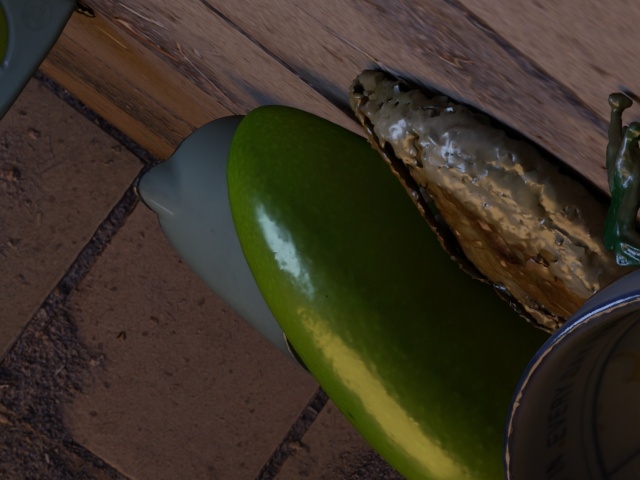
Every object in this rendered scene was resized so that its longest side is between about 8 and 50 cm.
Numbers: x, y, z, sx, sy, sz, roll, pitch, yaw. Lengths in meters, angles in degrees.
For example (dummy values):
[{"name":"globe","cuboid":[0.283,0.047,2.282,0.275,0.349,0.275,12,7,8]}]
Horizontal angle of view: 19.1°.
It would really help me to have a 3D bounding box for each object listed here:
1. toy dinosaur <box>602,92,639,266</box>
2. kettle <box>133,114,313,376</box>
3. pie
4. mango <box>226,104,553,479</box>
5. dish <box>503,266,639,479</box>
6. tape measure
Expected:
[{"name":"toy dinosaur","cuboid":[0.125,-0.027,0.786,0.029,0.060,0.120,16,-166,-6]},{"name":"kettle","cuboid":[0.000,0.000,1.588,0.240,0.165,0.255,4,-163,-34]},{"name":"pie","cuboid":[0.122,-0.004,1.135,0.274,0.055,0.274,41,175,5]},{"name":"mango","cuboid":[0.063,0.040,1.328,0.343,0.156,0.192,50,-143,-3]},{"name":"dish","cuboid":[0.227,0.092,0.796,0.273,0.134,0.273,21,135,23]},{"name":"tape measure","cuboid":[-0.396,-0.139,1.810,0.215,0.351,0.098,35,175,-28]}]
